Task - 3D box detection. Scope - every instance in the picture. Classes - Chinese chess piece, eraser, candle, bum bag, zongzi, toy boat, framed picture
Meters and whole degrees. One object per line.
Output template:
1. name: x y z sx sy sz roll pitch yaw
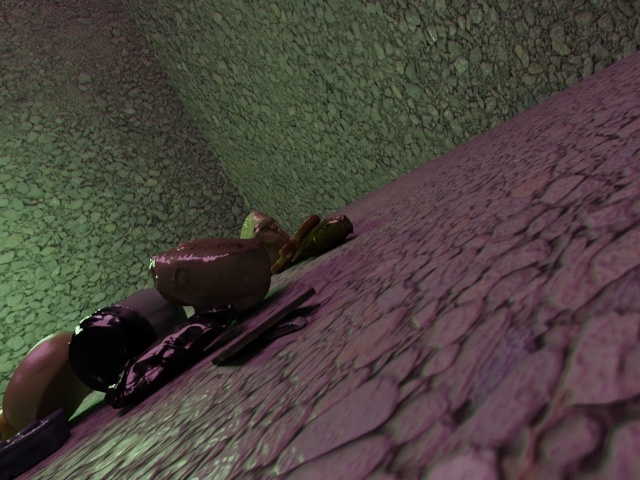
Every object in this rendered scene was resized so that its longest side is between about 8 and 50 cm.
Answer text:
1. Chinese chess piece: -0.710 0.379 1.250 0.273 0.102 0.273 20 -90 -85
2. eraser: -0.064 0.156 0.836 0.099 0.019 0.027 -28 5 39
3. candle: -0.500 0.255 1.292 0.221 0.221 0.342 -30 5 15
4. bum bag: -0.336 0.254 1.073 0.340 0.095 0.144 -39 14 -20
5. zongzi: 0.002 0.001 1.563 0.204 0.094 0.205 -37 7 -20
6. toy boat: -0.697 0.483 1.032 0.283 0.078 0.127 -32 6 -9
7. framed picture: -0.111 0.166 0.902 0.203 0.015 0.150 -34 -4 -31

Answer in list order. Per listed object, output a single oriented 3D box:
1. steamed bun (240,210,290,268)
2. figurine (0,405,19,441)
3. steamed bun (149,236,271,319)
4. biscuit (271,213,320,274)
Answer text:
1. steamed bun: -0.231 0.027 1.974 0.268 0.207 0.280 -68 23 8
2. figurine: -0.915 0.543 1.500 0.222 0.124 0.324 -26 3 42
3. steamed bun: -0.293 0.112 1.317 0.324 0.220 0.310 -6 9 1
4. biscuit: -0.081 0.016 1.738 0.205 0.049 0.324 -37 -14 -44
